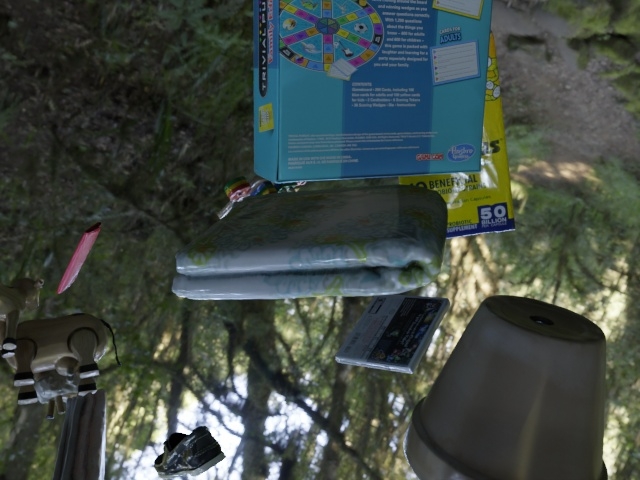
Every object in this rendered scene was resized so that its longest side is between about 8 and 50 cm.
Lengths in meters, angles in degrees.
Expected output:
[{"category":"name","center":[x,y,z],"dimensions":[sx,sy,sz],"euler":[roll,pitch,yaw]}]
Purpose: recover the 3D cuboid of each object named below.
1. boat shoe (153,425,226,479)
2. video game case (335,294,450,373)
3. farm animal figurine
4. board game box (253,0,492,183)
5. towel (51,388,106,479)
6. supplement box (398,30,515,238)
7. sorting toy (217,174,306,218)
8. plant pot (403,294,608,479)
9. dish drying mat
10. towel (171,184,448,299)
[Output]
[{"category":"boat shoe","center":[-0.250,0.384,1.221],"dimensions":[0.084,0.079,0.233],"euler":[-32,180,-39]},{"category":"video game case","center":[0.144,0.178,1.321],"dimensions":[0.173,0.190,0.022],"euler":[0,128,38]},{"category":"farm animal figurine","center":[-0.501,0.164,1.109],"dimensions":[0.327,0.330,0.172],"euler":[10,-134,-35]},{"category":"board game box","center":[0.059,-0.238,0.714],"dimensions":[0.254,0.335,0.079],"euler":[-5,-165,-23]},{"category":"towel","center":[-0.248,0.368,0.662],"dimensions":[0.054,0.316,0.332],"euler":[2,-158,-15]},{"category":"supplement box","center":[0.233,-0.200,1.231],"dimensions":[0.194,0.356,0.195],"euler":[-9,-157,11]},{"category":"sorting toy","center":[-0.108,-0.079,1.326],"dimensions":[0.275,0.132,0.046],"euler":[-15,-111,-55]},{"category":"plant pot","center":[0.319,0.249,1.071],"dimensions":[0.324,0.280,0.323],"euler":[10,-166,-3]},{"category":"dish drying mat","center":[-0.251,0.018,0.693],"dimensions":[0.008,0.083,0.032],"euler":[34,-157,-3]},{"category":"towel","center":[0.000,0.000,1.006],"dimensions":[0.375,0.090,0.320],"euler":[-3,-161,13]}]
